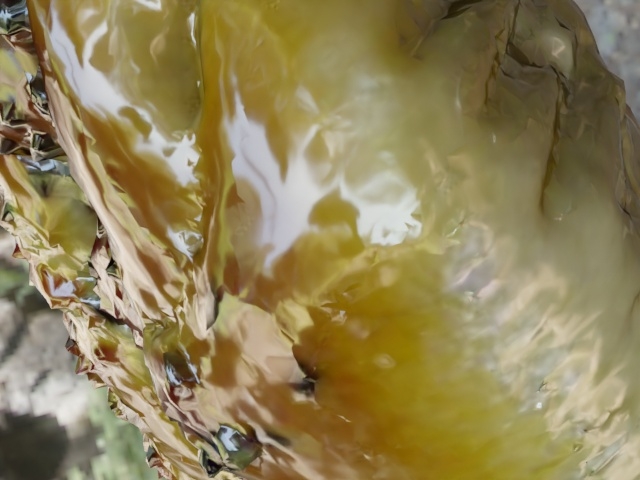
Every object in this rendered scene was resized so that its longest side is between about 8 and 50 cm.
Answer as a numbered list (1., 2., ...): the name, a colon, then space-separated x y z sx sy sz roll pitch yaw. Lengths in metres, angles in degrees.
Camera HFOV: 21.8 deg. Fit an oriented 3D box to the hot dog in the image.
1. hot dog: 0.000 0.000 0.588 0.367 0.196 0.365 30 155 44
